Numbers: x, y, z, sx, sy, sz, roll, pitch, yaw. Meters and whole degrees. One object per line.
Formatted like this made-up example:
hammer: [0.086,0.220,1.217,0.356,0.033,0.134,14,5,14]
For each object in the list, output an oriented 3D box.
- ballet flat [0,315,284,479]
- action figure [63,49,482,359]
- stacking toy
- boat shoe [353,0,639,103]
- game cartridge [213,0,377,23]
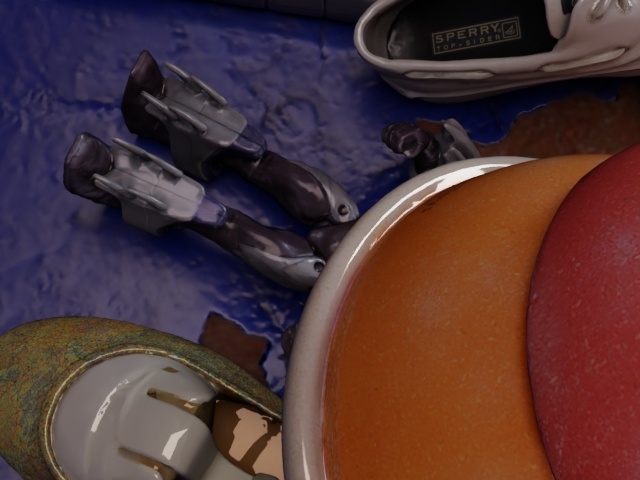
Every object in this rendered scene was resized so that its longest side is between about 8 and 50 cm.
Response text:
ballet flat: [-0.044,0.135,0.846,0.348,0.123,0.123,30,79,8]
action figure: [0.000,0.000,0.887,0.285,0.099,0.185,27,66,3]
stacking toy: [0.233,0.052,0.637,0.350,0.480,0.351,13,63,-28]
boat shoe: [0.145,-0.140,0.870,0.267,0.088,0.096,-8,85,25]
game cartridge: [-0.045,-0.322,0.986,0.230,0.068,0.355,8,77,7]
